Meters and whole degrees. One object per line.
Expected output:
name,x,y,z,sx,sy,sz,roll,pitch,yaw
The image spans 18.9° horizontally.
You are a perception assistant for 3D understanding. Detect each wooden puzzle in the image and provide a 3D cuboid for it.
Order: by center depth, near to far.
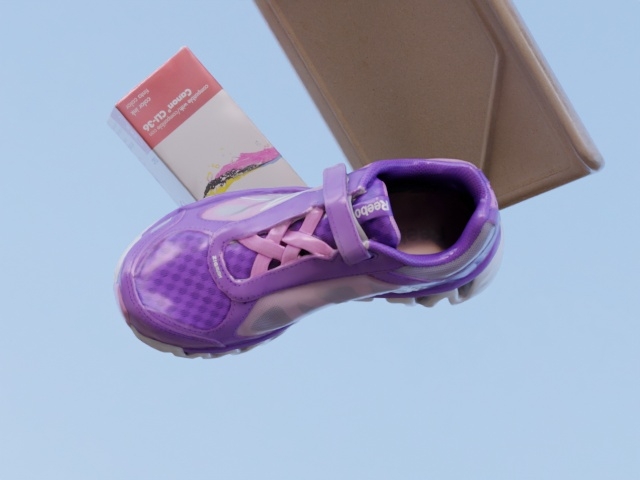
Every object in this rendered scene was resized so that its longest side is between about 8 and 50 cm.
wooden puzzle,0.062,-0.116,1.224,0.221,0.044,0.238,60,-32,-6

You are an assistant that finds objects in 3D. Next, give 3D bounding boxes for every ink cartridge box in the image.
ink cartridge box,-0.056,-0.031,1.307,0.198,0.067,0.115,49,-8,-4

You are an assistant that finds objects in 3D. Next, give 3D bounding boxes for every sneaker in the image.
sneaker,0.000,0.000,1.081,0.236,0.095,0.104,-12,-11,-12
